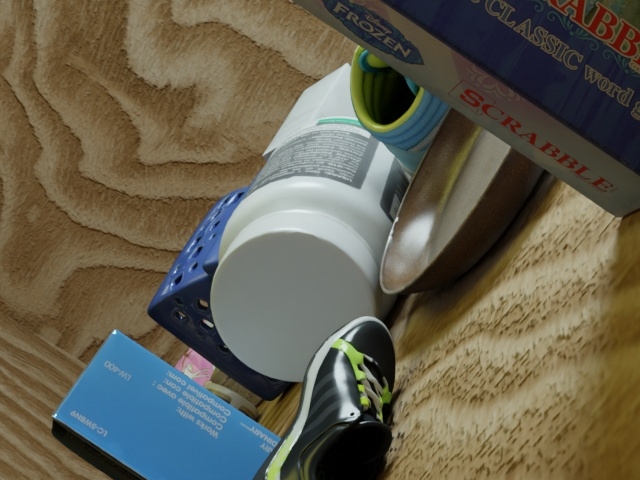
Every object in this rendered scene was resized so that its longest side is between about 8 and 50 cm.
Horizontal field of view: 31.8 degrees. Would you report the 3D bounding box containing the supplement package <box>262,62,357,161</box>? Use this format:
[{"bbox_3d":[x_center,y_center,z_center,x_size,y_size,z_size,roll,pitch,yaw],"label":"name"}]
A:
[{"bbox_3d":[0.010,-0.164,1.706,0.105,0.105,0.179,-27,25,43],"label":"supplement package"}]

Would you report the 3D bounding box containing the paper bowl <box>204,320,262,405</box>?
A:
[{"bbox_3d":[-0.097,0.122,1.875,0.284,0.148,0.284,-58,4,6],"label":"paper bowl"}]

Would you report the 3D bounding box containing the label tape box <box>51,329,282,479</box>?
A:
[{"bbox_3d":[-0.120,0.194,1.029,0.106,0.240,0.333,-57,5,-18],"label":"label tape box"}]

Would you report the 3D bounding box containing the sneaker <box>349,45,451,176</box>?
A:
[{"bbox_3d":[0.149,-0.228,1.228,0.208,0.127,0.319,24,-88,-56],"label":"sneaker"}]

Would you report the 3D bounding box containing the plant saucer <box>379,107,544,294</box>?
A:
[{"bbox_3d":[0.152,-0.078,1.041,0.310,0.050,0.310,-59,9,16],"label":"plant saucer"}]

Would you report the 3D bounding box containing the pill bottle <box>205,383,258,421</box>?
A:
[{"bbox_3d":[-0.174,0.312,1.714,0.169,0.094,0.094,-59,5,-22],"label":"pill bottle"}]

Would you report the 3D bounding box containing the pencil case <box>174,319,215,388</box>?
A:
[{"bbox_3d":[-0.241,0.298,2.169,0.386,0.167,0.160,-58,-28,-4],"label":"pencil case"}]

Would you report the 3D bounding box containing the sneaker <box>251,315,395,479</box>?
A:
[{"bbox_3d":[0.029,0.154,0.896,0.097,0.084,0.234,-19,32,42],"label":"sneaker"}]

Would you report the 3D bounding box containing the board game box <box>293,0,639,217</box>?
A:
[{"bbox_3d":[0.136,-0.231,0.697,0.318,0.319,0.066,-60,6,-19],"label":"board game box"}]

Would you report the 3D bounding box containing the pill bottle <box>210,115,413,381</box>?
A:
[{"bbox_3d":[0.000,0.000,1.282,0.204,0.204,0.361,-56,4,23],"label":"pill bottle"}]

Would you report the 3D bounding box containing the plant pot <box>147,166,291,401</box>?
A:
[{"bbox_3d":[-0.070,0.051,1.598,0.212,0.236,0.236,-40,17,52],"label":"plant pot"}]
